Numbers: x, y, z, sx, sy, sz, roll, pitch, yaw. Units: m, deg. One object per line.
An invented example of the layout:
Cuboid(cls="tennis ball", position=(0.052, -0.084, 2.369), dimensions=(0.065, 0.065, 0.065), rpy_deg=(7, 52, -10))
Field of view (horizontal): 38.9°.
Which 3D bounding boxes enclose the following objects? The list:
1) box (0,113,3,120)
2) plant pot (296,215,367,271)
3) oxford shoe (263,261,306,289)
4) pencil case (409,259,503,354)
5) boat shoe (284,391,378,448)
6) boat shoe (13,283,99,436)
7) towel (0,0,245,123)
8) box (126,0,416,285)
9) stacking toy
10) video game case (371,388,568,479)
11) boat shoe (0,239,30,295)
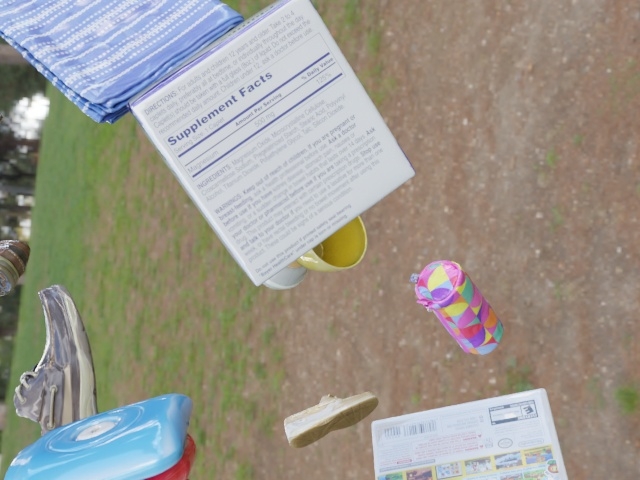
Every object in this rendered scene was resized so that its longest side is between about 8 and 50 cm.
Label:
Cuboid(cls="box", position=(-0.649, -0.225, 1.455), dimensions=(0.307, 0.076, 0.243), rpy_deg=(-93, -22, -59))
Cuboid(cls="plant pot", position=(0.000, 0.000, 1.572), dimensions=(0.095, 0.134, 0.134), rpy_deg=(-31, 54, 50))
Cuboid(cls="oxford shoe", position=(-0.091, -0.130, 1.740), dimensions=(0.130, 0.169, 0.450), rpy_deg=(-44, 53, 52))
Cuboid(cls="pencil case", position=(0.258, 0.129, 1.691), dimensions=(0.104, 0.236, 0.105), rpy_deg=(-20, 50, 25))
Cuboid(cls="boat shoe", position=(0.015, 0.294, 1.556), dimensions=(0.063, 0.170, 0.059), rpy_deg=(77, 167, -48))
Cuboid(cls="boat shoe", position=(-0.415, 0.245, 1.419), dimensions=(0.132, 0.130, 0.356), rpy_deg=(134, 124, -70))
Cuboid(cls="towel", position=(-0.291, -0.306, 1.210), dimensions=(0.336, 0.243, 0.040), rpy_deg=(39, 157, 27))
Cuboid(cls="box", position=(-0.033, -0.065, 0.578), dimensions=(0.137, 0.126, 0.072), rpy_deg=(57, 174, -17))
Cuboid(cls="stacking toy", position=(-0.163, 0.313, 0.854), dimensions=(0.175, 0.165, 0.302), rpy_deg=(-114, 6, -80))
Cuboid(cls="video game case", position=(0.178, 0.287, 1.082), dimensions=(0.206, 0.226, 0.026), rpy_deg=(-92, -15, -45))
Cuboid(cls="boat shoe", position=(-0.416, 0.034, 1.080), dimensions=(0.064, 0.177, 0.060), rpy_deg=(63, -145, -30))
